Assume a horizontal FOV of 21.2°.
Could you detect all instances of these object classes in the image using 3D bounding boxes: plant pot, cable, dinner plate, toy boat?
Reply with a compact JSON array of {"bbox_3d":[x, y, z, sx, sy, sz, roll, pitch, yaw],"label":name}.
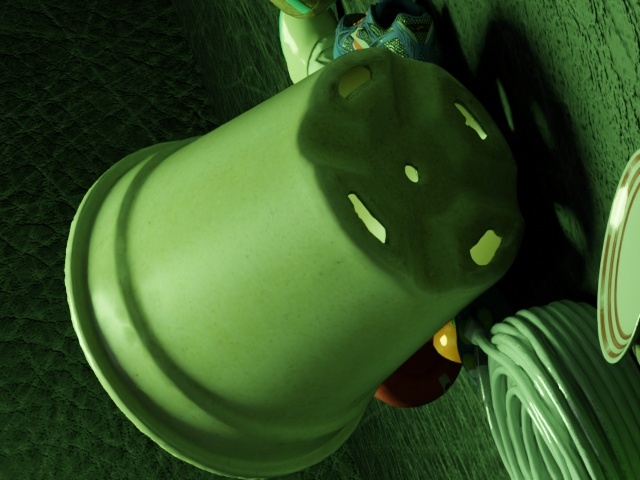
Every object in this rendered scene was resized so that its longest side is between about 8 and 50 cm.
[{"bbox_3d":[0.000,0.000,1.467,0.305,0.333,0.334,-35,70,46],"label":"plant pot"},{"bbox_3d":[0.210,0.173,1.349,0.257,0.089,0.257,-169,60,-81],"label":"cable"},{"bbox_3d":[0.204,0.011,1.106,0.141,0.017,0.141,-172,90,-86],"label":"dinner plate"},{"bbox_3d":[0.111,0.083,1.764,0.151,0.151,0.231,29,147,33],"label":"toy boat"}]

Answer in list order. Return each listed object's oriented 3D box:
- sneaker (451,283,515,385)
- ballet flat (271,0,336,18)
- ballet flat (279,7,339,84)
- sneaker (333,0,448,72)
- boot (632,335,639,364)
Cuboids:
[{"bbox_3d":[0.153,0.067,1.647,0.188,0.067,0.078,66,-168,25],"label":"sneaker"},{"bbox_3d":[-0.086,-0.399,1.902,0.124,0.116,0.342,5,-122,-56],"label":"ballet flat"},{"bbox_3d":[0.014,-0.181,2.000,0.086,0.086,0.248,-116,9,-46],"label":"ballet flat"},{"bbox_3d":[0.069,-0.189,1.588,0.221,0.083,0.087,-139,44,-65],"label":"sneaker"},{"bbox_3d":[0.239,0.084,1.094,0.118,0.042,0.087,80,165,-57],"label":"boot"}]
